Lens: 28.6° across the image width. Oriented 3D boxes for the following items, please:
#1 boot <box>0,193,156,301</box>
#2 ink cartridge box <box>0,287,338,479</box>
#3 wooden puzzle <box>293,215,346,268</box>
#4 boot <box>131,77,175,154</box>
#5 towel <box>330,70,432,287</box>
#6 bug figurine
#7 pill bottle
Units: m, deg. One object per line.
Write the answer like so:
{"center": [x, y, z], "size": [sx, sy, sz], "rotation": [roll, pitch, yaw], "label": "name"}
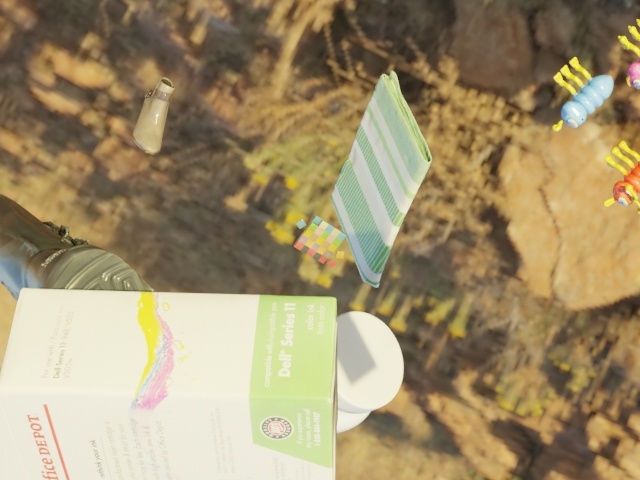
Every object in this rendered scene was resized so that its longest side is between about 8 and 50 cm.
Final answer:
{"center": [-0.281, 0.122, 1.617], "size": [0.445, 0.146, 0.367], "rotation": [14, 139, 60], "label": "boot"}
{"center": [-0.162, 0.149, 1.134], "size": [0.353, 0.119, 0.207], "rotation": [2, 139, 2], "label": "ink cartridge box"}
{"center": [0.000, 0.000, 1.586], "size": [0.083, 0.049, 0.006], "rotation": [31, -165, -26], "label": "wooden puzzle"}
{"center": [-0.230, -0.179, 1.759], "size": [0.042, 0.087, 0.118], "rotation": [20, -161, -25], "label": "boot"}
{"center": [0.106, -0.105, 2.233], "size": [0.038, 0.248, 0.325], "rotation": [0, 136, -22], "label": "towel"}
{"center": [0.441, -0.174, 1.757], "size": [0.279, 0.216, 0.072], "rotation": [45, 177, -42], "label": "bug figurine"}
{"center": [-0.024, 0.255, 2.259], "size": [0.210, 0.210, 0.363], "rotation": [31, 146, -22], "label": "pill bottle"}
